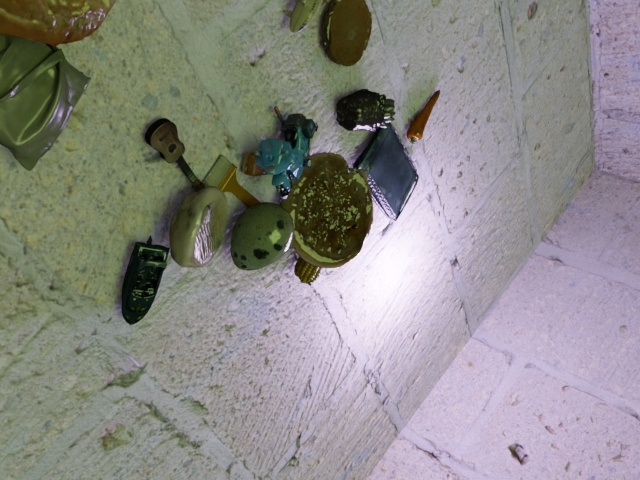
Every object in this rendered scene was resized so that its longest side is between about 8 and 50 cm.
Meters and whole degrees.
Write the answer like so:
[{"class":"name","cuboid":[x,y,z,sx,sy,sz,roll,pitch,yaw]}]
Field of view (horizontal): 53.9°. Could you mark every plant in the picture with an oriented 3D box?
[{"class":"plant","cuboid":[0.151,-0.430,2.078,0.195,0.132,0.129,-15,123,-37]}]

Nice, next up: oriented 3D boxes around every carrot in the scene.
[{"class":"carrot","cuboid":[0.389,-0.473,2.381,0.061,0.061,0.256,45,65,-49]}]

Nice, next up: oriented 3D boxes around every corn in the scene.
[{"class":"corn","cuboid":[0.000,0.001,2.154,0.102,0.102,0.312,26,88,-51]}]

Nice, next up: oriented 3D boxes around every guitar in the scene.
[{"class":"guitar","cuboid":[-0.375,-0.212,1.679,0.084,0.038,0.271,-45,142,-14]}]

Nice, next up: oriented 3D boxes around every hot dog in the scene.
[{"class":"hot dog","cuboid":[-0.553,-0.551,1.159,0.366,0.196,0.367,-4,92,-37]}]

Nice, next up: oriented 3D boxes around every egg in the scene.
[{"class":"egg","cuboid":[-0.181,-0.009,1.891,0.228,0.177,0.177,-51,140,3]}]

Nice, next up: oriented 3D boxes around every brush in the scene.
[{"class":"brush","cuboid":[-0.242,-0.144,1.880,0.103,0.013,0.272,-58,141,-9]}]

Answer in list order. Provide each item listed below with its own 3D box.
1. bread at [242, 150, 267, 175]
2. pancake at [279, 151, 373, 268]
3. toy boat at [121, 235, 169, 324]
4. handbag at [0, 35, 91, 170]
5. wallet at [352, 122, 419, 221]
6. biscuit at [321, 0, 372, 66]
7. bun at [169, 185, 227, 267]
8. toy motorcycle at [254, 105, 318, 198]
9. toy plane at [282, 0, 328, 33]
[{"class":"bread","cuboid":[-0.174,-0.231,1.879,0.132,0.053,0.074,-18,122,-45]},{"class":"pancake","cuboid":[0.028,-0.108,2.058,0.382,0.071,0.382,-1,92,-32]},{"class":"toy boat","cuboid":[-0.477,0.116,1.687,0.093,0.103,0.246,10,105,-37]},{"class":"handbag","cuboid":[-0.639,-0.328,1.274,0.316,0.109,0.253,44,71,-43]},{"class":"wallet","cuboid":[0.245,-0.257,2.315,0.237,0.075,0.342,-59,138,-17]},{"class":"biscuit","cuboid":[0.081,-0.655,1.951,0.226,0.042,0.225,-23,123,-40]},{"class":"bun","cuboid":[-0.342,-0.036,1.724,0.210,0.116,0.237,83,30,-60]},{"class":"toy motorcycle","cuboid":[-0.097,-0.268,1.844,0.182,0.124,0.272,60,40,-47]},{"class":"toy plane","cuboid":[-0.022,-0.694,1.768,0.244,0.092,0.229,-54,169,2]}]
